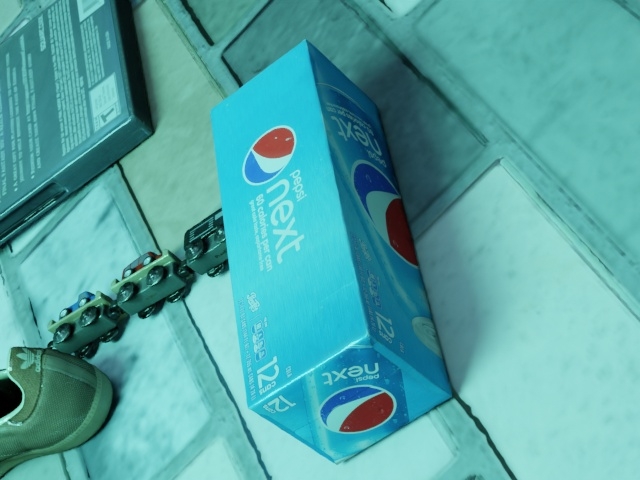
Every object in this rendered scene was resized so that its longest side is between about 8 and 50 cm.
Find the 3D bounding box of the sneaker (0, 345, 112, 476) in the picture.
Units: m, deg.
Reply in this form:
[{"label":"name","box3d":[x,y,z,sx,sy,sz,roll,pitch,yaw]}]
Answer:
[{"label":"sneaker","box3d":[-0.210,0.108,0.817,0.188,0.071,0.066,-31,43,25]}]

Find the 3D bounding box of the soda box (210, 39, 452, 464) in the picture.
[{"label":"soda box","box3d":[0.000,0.000,0.692,0.071,0.067,0.210,-34,42,22]}]

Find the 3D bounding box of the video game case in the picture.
[{"label":"video game case","box3d":[-0.242,-0.066,1.011,0.274,0.026,0.196,-35,41,17]}]

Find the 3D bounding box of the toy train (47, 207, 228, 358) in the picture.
[{"label":"toy train","box3d":[-0.100,0.024,0.808,0.158,0.027,0.036,-31,39,25]}]
